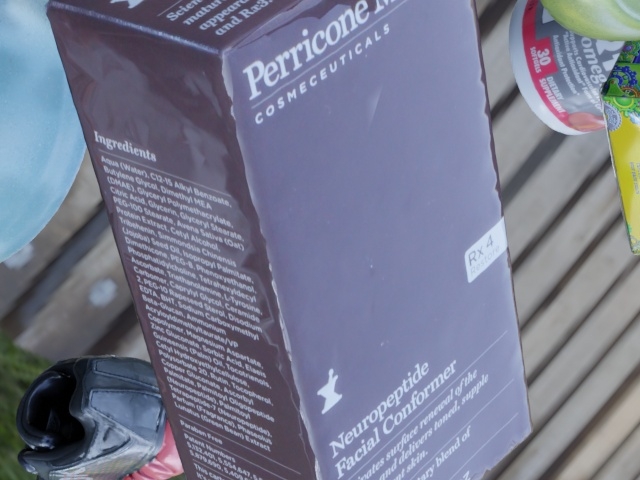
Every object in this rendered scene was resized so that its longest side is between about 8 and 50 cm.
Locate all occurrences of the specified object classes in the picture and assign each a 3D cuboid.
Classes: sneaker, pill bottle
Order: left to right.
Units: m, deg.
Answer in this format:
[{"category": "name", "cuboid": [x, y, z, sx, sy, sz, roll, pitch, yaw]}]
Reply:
[{"category": "sneaker", "cuboid": [-0.187, 0.158, 1.351, 0.135, 0.098, 0.276, 16, 149, -22]}, {"category": "pill bottle", "cuboid": [0.369, -0.227, 1.791, 0.176, 0.318, 0.176, 14, 70, -42]}]

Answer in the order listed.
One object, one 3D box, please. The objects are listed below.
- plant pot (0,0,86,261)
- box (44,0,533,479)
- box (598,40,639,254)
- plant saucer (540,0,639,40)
[{"category": "plant pot", "cuboid": [-0.343, -0.123, 1.284, 0.196, 0.293, 0.293, 4, 119, -56]}, {"category": "box", "cuboid": [0.000, 0.000, 0.970, 0.191, 0.143, 0.381, -39, 131, -33]}, {"category": "box", "cuboid": [0.410, -0.133, 1.369, 0.290, 0.279, 0.177, -58, 143, -37]}, {"category": "plant saucer", "cuboid": [0.239, -0.220, 1.070, 0.241, 0.037, 0.241, -23, 139, -21]}]
